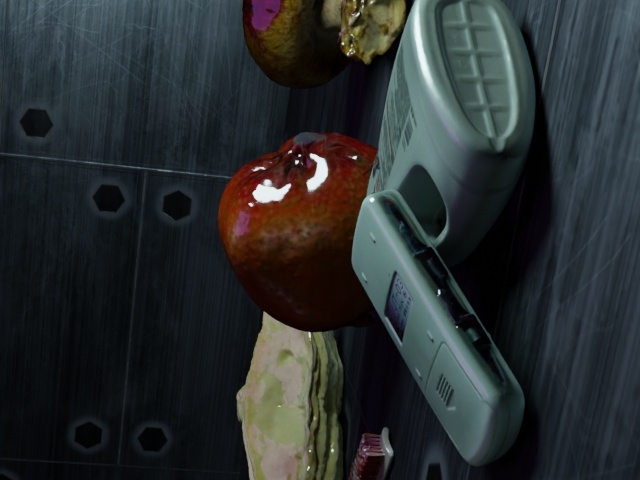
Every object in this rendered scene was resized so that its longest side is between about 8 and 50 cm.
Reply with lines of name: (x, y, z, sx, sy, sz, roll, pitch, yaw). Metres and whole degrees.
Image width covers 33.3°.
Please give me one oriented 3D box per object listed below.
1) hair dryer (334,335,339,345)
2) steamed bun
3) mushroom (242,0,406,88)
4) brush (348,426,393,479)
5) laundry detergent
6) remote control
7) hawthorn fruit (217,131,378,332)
hair dryer: (0.016, 0.227, 2.046, 0.063, 0.037, 0.114, -101, 26, -55)
steamed bun: (-0.053, 0.313, 1.968, 0.189, 0.247, 0.428, 28, -128, -52)
mushroom: (0.033, -0.435, 1.867, 0.334, 0.356, 0.331, 7, -95, -62)
brush: (0.056, 0.411, 1.636, 0.060, 0.050, 0.321, -102, 18, -50)
laundry detergent: (0.128, -0.067, 1.237, 0.398, 0.124, 0.264, 106, 160, -54)
remote control: (0.118, 0.088, 1.114, 0.140, 0.056, 0.296, 96, 151, -51)
hawthorn fruit: (-0.012, -0.012, 1.573, 0.295, 0.295, 0.311, -99, 19, -57)
